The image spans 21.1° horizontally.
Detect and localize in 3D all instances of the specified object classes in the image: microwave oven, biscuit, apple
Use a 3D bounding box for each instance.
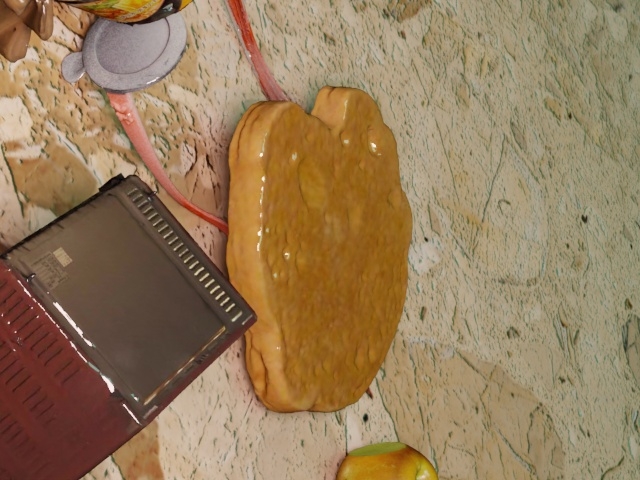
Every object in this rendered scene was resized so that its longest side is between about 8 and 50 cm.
[{"bbox_3d":[-0.204,0.084,1.374,0.178,0.188,0.247,53,28,-3],"label":"microwave oven"},{"bbox_3d":[0.000,0.000,1.769,0.312,0.057,0.351,-46,131,-48],"label":"biscuit"},{"bbox_3d":[0.073,0.265,1.808,0.114,0.102,0.099,-11,91,-53],"label":"apple"}]

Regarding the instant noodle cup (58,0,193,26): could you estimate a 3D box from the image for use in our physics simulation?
[{"bbox_3d":[-0.195,-0.298,1.486,0.182,0.230,0.230,25,65,-58],"label":"instant noodle cup"}]

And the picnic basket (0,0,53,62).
[{"bbox_3d":[-0.342,-0.144,1.199,0.254,0.291,0.321,13,65,-50],"label":"picnic basket"}]

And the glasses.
[{"bbox_3d":[-0.128,-0.151,1.681,0.268,0.118,0.234,72,33,-45],"label":"glasses"}]
